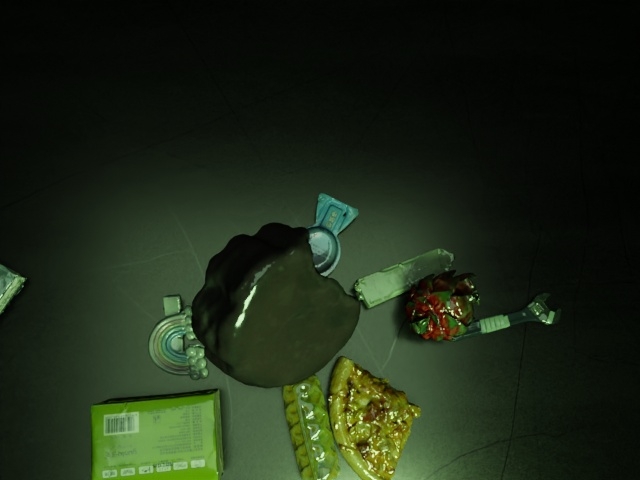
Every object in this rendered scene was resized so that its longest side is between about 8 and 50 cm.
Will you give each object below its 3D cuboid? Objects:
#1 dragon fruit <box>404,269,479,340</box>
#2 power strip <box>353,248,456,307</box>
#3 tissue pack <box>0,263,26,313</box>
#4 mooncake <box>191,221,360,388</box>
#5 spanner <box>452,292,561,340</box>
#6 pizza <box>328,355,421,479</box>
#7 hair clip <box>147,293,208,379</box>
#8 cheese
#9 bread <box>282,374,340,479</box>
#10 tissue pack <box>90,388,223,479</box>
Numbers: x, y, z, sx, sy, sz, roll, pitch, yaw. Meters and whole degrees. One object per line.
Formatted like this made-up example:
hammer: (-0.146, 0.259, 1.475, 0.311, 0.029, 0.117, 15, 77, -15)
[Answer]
dragon fruit: (0.306, 0.167, 1.497, 0.189, 0.182, 0.182, -2, 77, 2)
power strip: (0.224, 0.092, 1.568, 0.286, 0.048, 0.080, -22, 82, -9)
tissue pack: (-0.871, 0.146, 1.461, 0.173, 0.073, 0.235, 31, 77, 2)
mooncake: (-0.112, 0.156, 1.373, 0.350, 0.381, 0.212, -39, 41, -25)
spanner: (0.485, 0.207, 1.576, 0.316, 0.024, 0.087, -12, 77, -6)
pizza: (0.137, 0.436, 1.466, 0.226, 0.086, 0.335, -15, 77, -6)
hair clip: (-0.361, 0.243, 1.494, 0.140, 0.054, 0.220, -5, 81, -12)
cheese: (0.000, 0.000, 1.571, 0.135, 0.052, 0.244, 27, 76, 0)
bread: (-0.026, 0.448, 1.448, 0.087, 0.098, 0.269, -1, 73, -48)
tissue pack: (-0.370, 0.459, 1.379, 0.275, 0.167, 0.200, -4, 79, -6)
